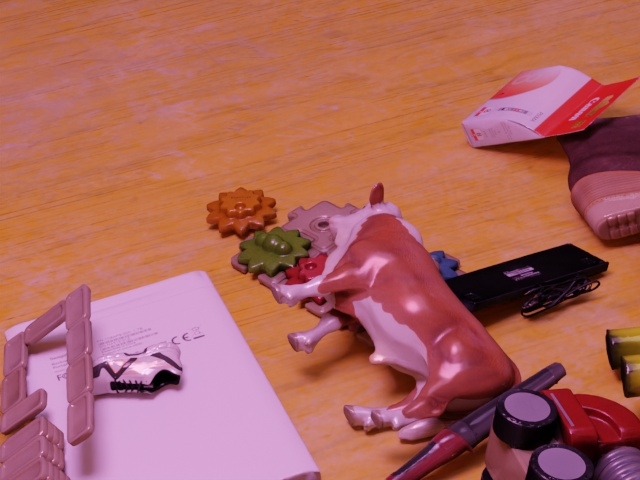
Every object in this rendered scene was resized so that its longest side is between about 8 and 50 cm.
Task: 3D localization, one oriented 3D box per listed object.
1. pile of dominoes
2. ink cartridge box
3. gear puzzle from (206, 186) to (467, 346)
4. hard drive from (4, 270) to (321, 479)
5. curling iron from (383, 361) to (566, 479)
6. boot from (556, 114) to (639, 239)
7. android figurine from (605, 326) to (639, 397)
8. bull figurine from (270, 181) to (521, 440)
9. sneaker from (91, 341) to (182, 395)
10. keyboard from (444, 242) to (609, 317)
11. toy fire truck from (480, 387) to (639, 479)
[{"bbox_3d":[-0.293,0.179,1.654,0.196,0.040,0.251,-36,32,16],"label":"pile of dominoes"},{"bbox_3d":[0.282,-0.173,2.037,0.179,0.045,0.145,-9,24,48],"label":"ink cartridge box"},{"bbox_3d":[0.000,0.000,1.894,0.175,0.044,0.339,-33,44,-32],"label":"gear puzzle"},{"bbox_3d":[-0.169,0.171,1.681,0.233,0.047,0.353,-17,37,-14],"label":"hard drive"},{"bbox_3d":[0.138,0.202,1.586,0.274,0.035,0.068,-35,47,-26],"label":"curling iron"},{"bbox_3d":[0.409,-0.093,1.925,0.248,0.090,0.207,-8,38,3],"label":"boot"},{"bbox_3d":[0.427,0.104,1.637,0.273,0.056,0.248,-7,15,4],"label":"android figurine"},{"bbox_3d":[0.069,0.075,1.699,0.188,0.101,0.310,-28,55,-20],"label":"bull figurine"},{"bbox_3d":[-0.190,0.136,1.660,0.109,0.040,0.044,-17,48,-6],"label":"sneaker"},{"bbox_3d":[0.226,0.054,1.804,0.192,0.038,0.100,-16,27,-25],"label":"keyboard"},{"bbox_3d":[0.294,0.213,1.490,0.246,0.158,0.217,-4,34,-17],"label":"toy fire truck"}]
